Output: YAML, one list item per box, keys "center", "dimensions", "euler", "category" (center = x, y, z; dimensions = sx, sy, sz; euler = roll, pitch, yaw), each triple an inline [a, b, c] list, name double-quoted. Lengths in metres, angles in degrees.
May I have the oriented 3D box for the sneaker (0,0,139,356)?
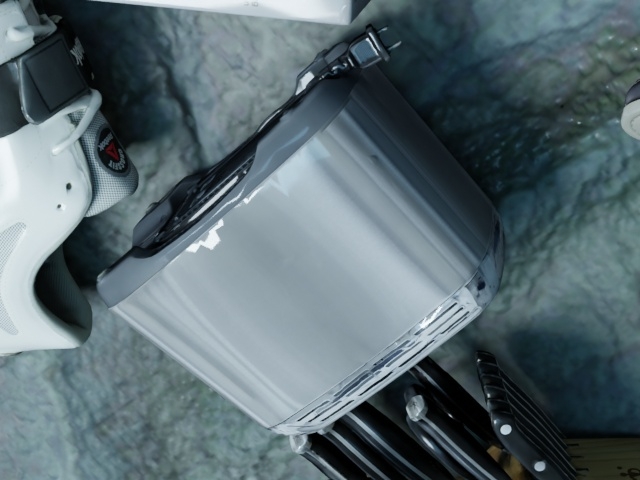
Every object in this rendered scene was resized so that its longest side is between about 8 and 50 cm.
- center: [-0.169, -0.082, 0.679]
  dimensions: [0.146, 0.122, 0.331]
  euler: [9, 120, 1]
  category: "sneaker"

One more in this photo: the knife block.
- center: [0.105, 0.198, 0.727]
  dimensions: [0.242, 0.088, 0.276]
  euler: [-2, 112, 1]
  category: "knife block"

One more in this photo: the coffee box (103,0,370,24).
- center: [-0.047, -0.266, 0.572]
  dimensions: [0.168, 0.119, 0.297]
  euler: [8, 113, 9]
  category: "coffee box"

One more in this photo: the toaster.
- center: [0.000, 0.000, 0.668]
  dimensions: [0.227, 0.129, 0.146]
  euler: [-39, 104, 23]
  category: "toaster"

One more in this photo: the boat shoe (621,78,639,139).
- center: [0.256, -0.098, 0.626]
  dimensions: [0.206, 0.075, 0.065]
  euler: [-12, 66, 21]
  category: "boat shoe"
